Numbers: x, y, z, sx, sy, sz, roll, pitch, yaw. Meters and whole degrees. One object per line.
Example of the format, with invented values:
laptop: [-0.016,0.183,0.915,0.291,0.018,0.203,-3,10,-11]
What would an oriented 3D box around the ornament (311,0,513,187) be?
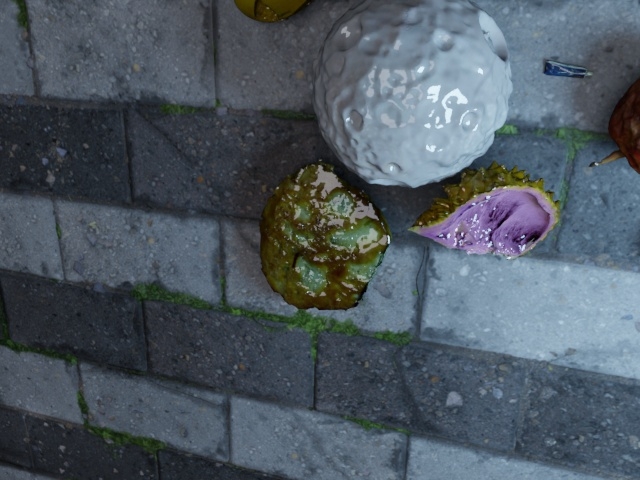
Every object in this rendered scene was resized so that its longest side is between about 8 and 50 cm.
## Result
ornament: [0.157,-0.262,0.895,0.336,0.337,0.338,6,110,16]

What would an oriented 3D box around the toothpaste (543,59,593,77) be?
toothpaste: [0.451,-0.309,0.964,0.083,0.019,0.027,15,129,17]

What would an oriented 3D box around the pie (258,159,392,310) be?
pie: [0.000,0.000,1.171,0.288,0.103,0.355,26,118,8]

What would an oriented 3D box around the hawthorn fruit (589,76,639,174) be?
hawthorn fruit: [0.568,-0.179,0.878,0.243,0.207,0.207,-35,95,35]

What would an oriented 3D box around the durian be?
durian: [0.324,-0.063,0.965,0.191,0.341,0.112,-53,43,33]

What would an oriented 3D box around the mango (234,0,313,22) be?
mango: [-0.060,-0.516,1.000,0.262,0.130,0.167,-34,90,29]
